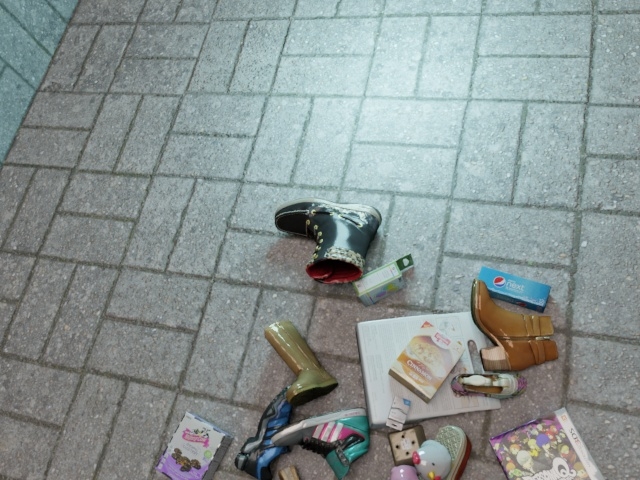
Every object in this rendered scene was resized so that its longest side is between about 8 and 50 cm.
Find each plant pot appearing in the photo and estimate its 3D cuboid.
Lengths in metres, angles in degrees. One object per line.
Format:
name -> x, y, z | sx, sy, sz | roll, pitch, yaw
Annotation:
plant pot -> 0.248, 0.589, 1.699 | 0.109, 0.096, 0.109 | -18, 63, 9

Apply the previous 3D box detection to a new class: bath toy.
bath toy -> 0.208, 0.675, 1.584 | 0.348, 0.129, 0.151 | -50, 46, 17

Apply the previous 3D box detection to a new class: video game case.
video game case -> 0.611, 0.599, 1.616 | 0.232, 0.042, 0.210 | -24, 61, 5

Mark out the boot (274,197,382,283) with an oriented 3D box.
boot -> 0.000, 0.000, 1.969 | 0.377, 0.138, 0.284 | 5, 44, 12

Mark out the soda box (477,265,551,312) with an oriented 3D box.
soda box -> 0.585, 0.149, 1.811 | 0.210, 0.067, 0.071 | 17, 72, 23

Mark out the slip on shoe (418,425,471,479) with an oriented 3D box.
slip on shoe -> 0.325, 0.672, 1.638 | 0.123, 0.101, 0.331 | 23, 86, 46

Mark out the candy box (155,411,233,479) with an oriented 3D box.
candy box -> -0.397, 0.668, 1.872 | 0.165, 0.070, 0.196 | 21, 75, 24

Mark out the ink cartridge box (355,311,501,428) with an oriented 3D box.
ink cartridge box -> 0.316, 0.385, 1.799 | 0.385, 0.091, 0.308 | -5, 64, -4

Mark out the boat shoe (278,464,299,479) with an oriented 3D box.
boat shoe -> -0.060, 0.742, 1.744 | 0.059, 0.063, 0.170 | -23, 69, -25

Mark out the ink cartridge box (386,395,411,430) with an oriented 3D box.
ink cartridge box -> 0.221, 0.489, 1.682 | 0.048, 0.028, 0.083 | 18, 66, 9

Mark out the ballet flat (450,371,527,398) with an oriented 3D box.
ballet flat -> 0.485, 0.409, 1.691 | 0.221, 0.079, 0.077 | 0, 65, 1

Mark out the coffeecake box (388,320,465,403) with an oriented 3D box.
coffeecake box -> 0.309, 0.352, 1.727 | 0.142, 0.068, 0.185 | 35, 68, 17

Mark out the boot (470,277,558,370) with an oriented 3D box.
boot -> 0.565, 0.237, 1.742 | 0.220, 0.109, 0.283 | -10, 74, 6

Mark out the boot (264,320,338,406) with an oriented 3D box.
boot -> -0.094, 0.374, 1.838 | 0.089, 0.236, 0.269 | -50, 63, 17

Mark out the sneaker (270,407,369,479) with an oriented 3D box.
sneaker -> 0.014, 0.607, 1.724 | 0.295, 0.124, 0.178 | -10, 61, -12

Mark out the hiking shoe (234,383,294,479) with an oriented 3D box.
hiking shoe -> -0.132, 0.589, 1.822 | 0.132, 0.113, 0.304 | 31, 83, 9

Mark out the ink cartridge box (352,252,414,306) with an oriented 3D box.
ink cartridge box -> 0.214, 0.128, 1.908 | 0.209, 0.109, 0.062 | -27, 62, 3
